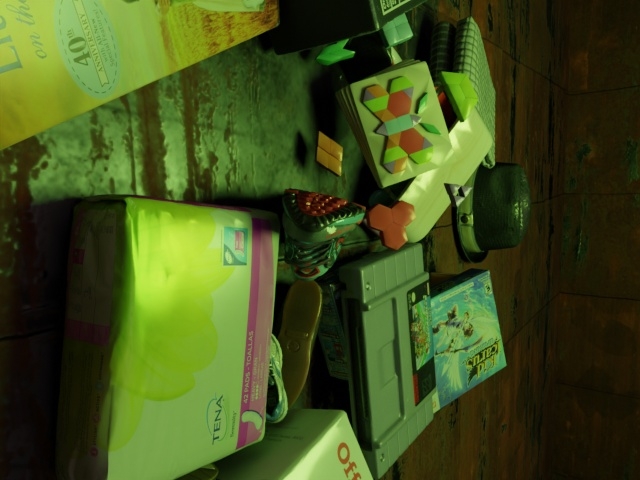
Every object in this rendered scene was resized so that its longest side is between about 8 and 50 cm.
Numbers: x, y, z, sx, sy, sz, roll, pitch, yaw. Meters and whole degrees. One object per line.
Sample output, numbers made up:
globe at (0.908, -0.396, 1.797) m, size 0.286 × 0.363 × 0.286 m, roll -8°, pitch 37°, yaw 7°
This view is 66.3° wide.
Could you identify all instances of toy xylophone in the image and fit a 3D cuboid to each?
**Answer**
toy xylophone at (0.190, -0.149, 0.897) m, size 0.323 × 0.081 × 0.236 m, roll -47°, pitch 130°, yaw -7°

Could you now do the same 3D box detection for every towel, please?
towel at (0.322, -0.324, 1.130) m, size 0.283 × 0.121 × 0.235 m, roll 36°, pitch 57°, yaw -56°

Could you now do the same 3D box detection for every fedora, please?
fedora at (0.490, -0.097, 1.356) m, size 0.334 × 0.152 × 0.334 m, roll -8°, pitch 100°, yaw -54°

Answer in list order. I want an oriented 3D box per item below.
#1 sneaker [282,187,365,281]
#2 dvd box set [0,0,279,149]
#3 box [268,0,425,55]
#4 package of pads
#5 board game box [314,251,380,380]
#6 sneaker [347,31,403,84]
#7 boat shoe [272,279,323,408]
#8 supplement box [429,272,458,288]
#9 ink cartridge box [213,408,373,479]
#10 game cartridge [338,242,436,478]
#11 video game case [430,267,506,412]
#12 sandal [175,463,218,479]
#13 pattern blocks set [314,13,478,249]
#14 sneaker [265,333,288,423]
sneaker at (0.000, 0.000, 0.672) m, size 0.262 × 0.104 × 0.125 m, roll -32°, pitch 134°, yaw -83°
dvd box set at (-0.186, -0.291, 0.418) m, size 0.420 × 0.062 × 0.308 m, roll -46°, pitch 146°, yaw -42°
box at (0.032, -0.454, 0.670) m, size 0.294 × 0.182 × 0.296 m, roll -47°, pitch 127°, yaw -43°
package of pads at (-0.157, 0.104, 0.538) m, size 0.229 × 0.101 × 0.297 m, roll 3°, pitch 91°, yaw -54°
board game box at (0.058, 0.136, 0.869) m, size 0.194 × 0.060 × 0.194 m, roll -22°, pitch 111°, yaw -51°
sneaker at (0.137, -0.300, 0.910) m, size 0.270 × 0.090 × 0.145 m, roll 56°, pitch 50°, yaw -45°
boat shoe at (-0.044, 0.158, 0.724) m, size 0.073 × 0.073 × 0.207 m, roll 113°, pitch -1°, yaw -77°
supplement box at (0.305, 0.198, 1.198) m, size 0.078 × 0.080 × 0.234 m, roll 8°, pitch 86°, yaw -52°
ink cartridge box at (-0.082, 0.426, 0.567) m, size 0.395 × 0.166 × 0.286 m, roll -29°, pitch 100°, yaw -49°
game cartridge at (0.130, 0.195, 0.864) m, size 0.230 × 0.068 × 0.355 m, roll -15°, pitch 103°, yaw -48°
video game case at (0.294, 0.220, 1.102) m, size 0.269 × 0.061 × 0.245 m, roll -20°, pitch 103°, yaw -29°
sandal at (-0.196, 0.287, 0.537) m, size 0.180 × 0.072 × 0.049 m, roll -10°, pitch 117°, yaw -51°
pattern blocks set at (0.124, -0.181, 0.775) m, size 0.285 × 0.026 × 0.325 m, roll -36°, pitch 98°, yaw -8°
sneaker at (-0.074, 0.175, 0.654) m, size 0.058 × 0.052 × 0.135 m, roll 79°, pitch -7°, yaw -76°
